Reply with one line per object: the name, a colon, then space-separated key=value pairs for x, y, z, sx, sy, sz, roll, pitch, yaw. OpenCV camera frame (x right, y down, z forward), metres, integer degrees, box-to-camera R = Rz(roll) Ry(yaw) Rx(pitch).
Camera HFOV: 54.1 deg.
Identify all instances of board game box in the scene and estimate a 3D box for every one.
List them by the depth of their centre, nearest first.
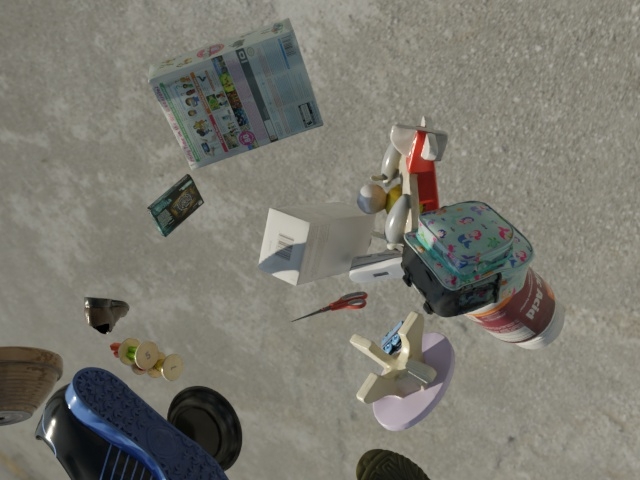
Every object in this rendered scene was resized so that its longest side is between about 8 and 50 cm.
board game box: x=-0.171 y=-0.303 z=1.310 sx=0.304 sy=0.097 sz=0.224 roll=-18 pitch=128 yaw=1
board game box: x=-0.476 y=-0.116 z=2.069 sx=0.026 sy=0.186 sz=0.126 roll=22 pitch=146 yaw=35

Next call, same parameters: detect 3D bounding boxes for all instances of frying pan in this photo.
frying pan: x=-0.234 y=0.469 z=1.341 sx=0.053 sy=0.197 sz=0.326 roll=-37 pitch=63 yaw=32

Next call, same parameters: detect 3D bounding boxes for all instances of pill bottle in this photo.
pill bottle: x=0.540 y=0.167 z=1.815 sx=0.224 sy=0.223 sz=0.392 roll=-9 pitch=149 yaw=42

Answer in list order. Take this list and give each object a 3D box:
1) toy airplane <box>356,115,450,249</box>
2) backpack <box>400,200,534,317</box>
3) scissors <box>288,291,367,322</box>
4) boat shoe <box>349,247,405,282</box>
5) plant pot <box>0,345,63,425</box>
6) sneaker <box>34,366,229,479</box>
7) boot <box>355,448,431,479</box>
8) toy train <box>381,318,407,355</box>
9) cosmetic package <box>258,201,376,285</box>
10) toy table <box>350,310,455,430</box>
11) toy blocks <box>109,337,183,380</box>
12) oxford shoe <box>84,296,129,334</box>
toy airplane: x=0.229 y=-0.145 z=1.714 sx=0.273 sy=0.386 sz=0.383 roll=-8 pitch=82 yaw=11
backpack: x=0.325 y=0.030 z=1.358 sx=0.225 sy=0.254 sz=0.191 roll=-124 pitch=31 yaw=-45
scissors: x=0.029 y=0.241 z=2.251 sx=0.297 sy=0.109 sz=0.021 roll=-14 pitch=115 yaw=1
boat shoe: x=0.208 y=0.061 z=1.846 sx=0.258 sy=0.084 sz=0.095 roll=-7 pitch=143 yaw=19
plant pot: x=-0.634 y=0.299 z=1.235 sx=0.238 sy=0.109 sz=0.237 roll=-10 pitch=155 yaw=-5
sneaker: x=-0.173 y=0.229 z=0.606 sx=0.232 sy=0.081 sz=0.090 roll=45 pitch=111 yaw=2
boot: x=0.162 y=0.471 z=1.016 sx=0.236 sy=0.089 sz=0.269 roll=31 pitch=150 yaw=28
toy train: x=0.285 y=0.338 z=2.187 sx=0.080 sy=0.105 sz=0.184 roll=30 pitch=117 yaw=-13
cosmetic package: x=0.000 y=0.000 z=1.882 sx=0.155 sy=0.366 sz=0.196 roll=21 pitch=106 yaw=30
toy table: x=0.202 y=0.312 z=1.537 sx=0.252 sy=0.274 sz=0.161 roll=4 pitch=145 yaw=40
toy blocks: x=-0.360 y=0.229 z=1.231 sx=0.148 sy=0.054 sz=0.123 roll=-1 pitch=151 yaw=37
oxford shoe: x=-0.579 y=0.202 z=1.682 sx=0.083 sy=0.096 sz=0.227 roll=2 pitch=173 yaw=5
